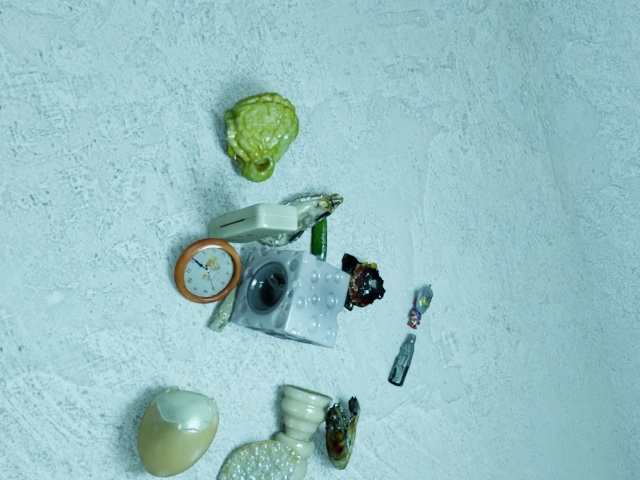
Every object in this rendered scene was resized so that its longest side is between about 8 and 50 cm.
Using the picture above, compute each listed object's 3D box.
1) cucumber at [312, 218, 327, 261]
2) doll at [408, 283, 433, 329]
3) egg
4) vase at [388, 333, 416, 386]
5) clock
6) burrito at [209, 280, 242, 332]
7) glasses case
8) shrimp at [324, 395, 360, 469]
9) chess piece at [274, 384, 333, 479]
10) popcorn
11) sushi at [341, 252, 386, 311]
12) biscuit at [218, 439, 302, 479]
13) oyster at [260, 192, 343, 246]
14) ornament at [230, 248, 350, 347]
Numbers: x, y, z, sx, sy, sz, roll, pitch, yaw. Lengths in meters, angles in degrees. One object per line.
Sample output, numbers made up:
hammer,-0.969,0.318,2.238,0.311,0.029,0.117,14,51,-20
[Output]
cucumber,0.000,0.000,1.937,0.056,0.056,0.251,5,83,-37
doll,0.404,0.260,2.225,0.104,0.062,0.195,35,73,-29
egg,-0.390,0.518,1.502,0.201,0.201,0.245,33,79,-31
vase,0.326,0.458,2.148,0.060,0.059,0.212,38,65,-29
clock,-0.332,0.091,1.647,0.205,0.051,0.206,-12,113,-29
burrito,-0.277,0.201,1.710,0.058,0.044,0.188,54,53,-39
glasses case,-0.202,-0.045,1.619,0.131,0.312,0.070,4,80,-37
shrimp,0.080,0.615,1.856,0.233,0.071,0.365,-59,150,-42
chess piece,-0.076,0.627,1.770,0.166,0.167,0.300,24,76,-34
popcorn,-0.200,-0.343,1.745,0.225,0.173,0.286,34,76,-14
sushi,0.152,0.156,1.980,0.153,0.150,0.172,38,65,-30
biscuit,-0.180,0.703,1.676,0.265,0.040,0.188,-14,81,-4
oyster,-0.066,-0.077,1.871,0.344,0.078,0.129,-27,86,-26
ornament,-0.090,0.178,1.709,0.239,0.239,0.239,31,68,-45
